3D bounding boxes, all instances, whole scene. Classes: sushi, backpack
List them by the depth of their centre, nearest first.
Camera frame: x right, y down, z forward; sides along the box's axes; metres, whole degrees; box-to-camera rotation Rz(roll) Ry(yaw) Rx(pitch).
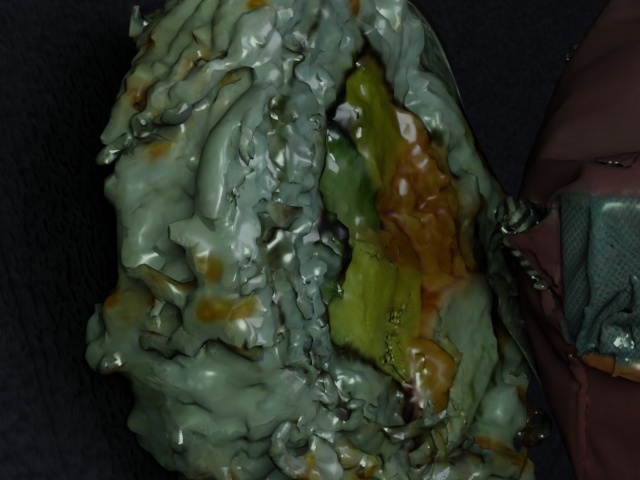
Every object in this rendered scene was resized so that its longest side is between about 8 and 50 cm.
[{"bbox_3d":[-0.002,0.001,1.107,0.417,0.176,0.417,38,44,-50],"label":"sushi"},{"bbox_3d":[0.216,0.027,1.111,0.283,0.197,0.317,-64,153,-49],"label":"backpack"}]
